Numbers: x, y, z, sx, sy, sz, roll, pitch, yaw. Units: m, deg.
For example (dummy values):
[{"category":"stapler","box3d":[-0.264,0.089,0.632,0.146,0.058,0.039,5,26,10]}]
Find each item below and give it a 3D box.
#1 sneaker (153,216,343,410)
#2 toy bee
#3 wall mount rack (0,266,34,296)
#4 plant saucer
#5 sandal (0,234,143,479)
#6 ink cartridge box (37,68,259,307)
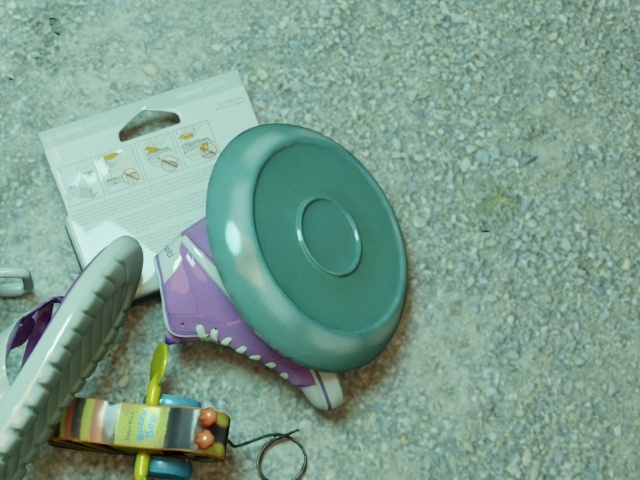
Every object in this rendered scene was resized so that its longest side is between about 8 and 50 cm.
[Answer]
[{"category":"sneaker","box3d":[-0.097,0.111,1.644,0.161,0.102,0.282,-33,96,-4]},{"category":"toy bee","box3d":[-0.168,0.212,1.583,0.298,0.162,0.195,-12,75,-9]},{"category":"wall mount rack","box3d":[-0.489,0.146,1.588,0.304,0.130,0.350,0,74,-11]},{"category":"plant saucer","box3d":[0.000,0.000,1.633,0.318,0.044,0.317,21,58,-37]},{"category":"sandal","box3d":[-0.328,0.148,1.494,0.102,0.169,0.416,26,63,7]},{"category":"ink cartridge box","box3d":[-0.188,-0.061,1.713,0.275,0.060,0.239,-19,76,-12]}]
